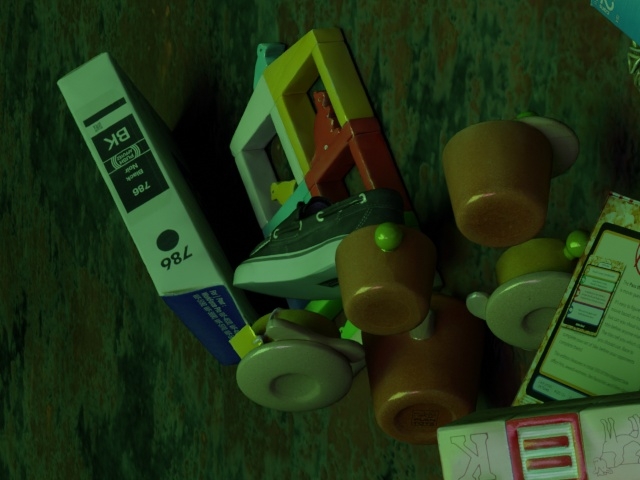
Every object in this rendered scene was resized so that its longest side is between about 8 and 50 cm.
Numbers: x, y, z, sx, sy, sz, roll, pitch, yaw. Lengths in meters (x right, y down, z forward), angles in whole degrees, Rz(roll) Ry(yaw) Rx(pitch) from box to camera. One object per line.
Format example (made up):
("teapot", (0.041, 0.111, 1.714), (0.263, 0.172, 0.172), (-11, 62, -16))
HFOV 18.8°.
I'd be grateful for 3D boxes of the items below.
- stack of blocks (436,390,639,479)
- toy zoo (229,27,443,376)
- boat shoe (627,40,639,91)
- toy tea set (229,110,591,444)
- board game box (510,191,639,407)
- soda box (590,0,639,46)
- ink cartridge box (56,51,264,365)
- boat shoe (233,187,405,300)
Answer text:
("stack of blocks", (0.229, 0.168, 1.092), (0.297, 0.087, 0.171), (-10, 89, 21))
("toy zoo", (0.000, -0.045, 1.646), (0.192, 0.030, 0.293), (-49, 56, 52))
("boat shoe", (0.226, -0.092, 1.235), (0.056, 0.048, 0.153), (-30, 71, 58))
("toy tea set", (0.088, 0.019, 1.389), (0.336, 0.200, 0.124), (-42, 34, 40))
("board game box", (0.204, 0.076, 1.232), (0.146, 0.045, 0.193), (23, 87, 56))
("soda box", (0.227, -0.210, 1.100), (0.067, 0.071, 0.210), (50, 139, 38))
("ink cartridge box", (-0.129, -0.005, 1.760), (0.333, 0.065, 0.165), (60, -178, 33))
("boat shoe", (0.000, 0.000, 1.560), (0.228, 0.080, 0.076), (-20, 60, 63))
